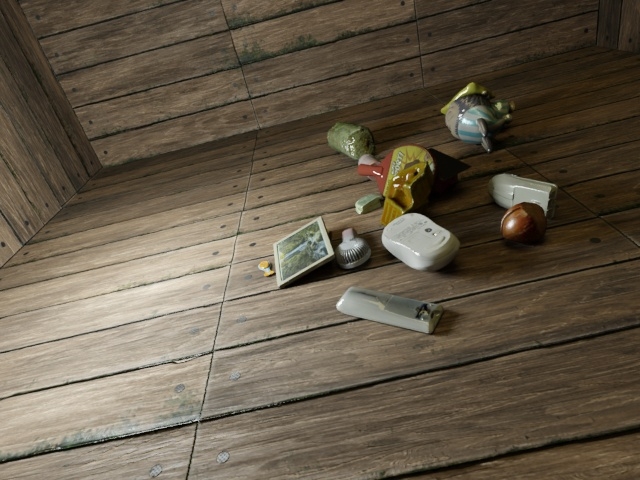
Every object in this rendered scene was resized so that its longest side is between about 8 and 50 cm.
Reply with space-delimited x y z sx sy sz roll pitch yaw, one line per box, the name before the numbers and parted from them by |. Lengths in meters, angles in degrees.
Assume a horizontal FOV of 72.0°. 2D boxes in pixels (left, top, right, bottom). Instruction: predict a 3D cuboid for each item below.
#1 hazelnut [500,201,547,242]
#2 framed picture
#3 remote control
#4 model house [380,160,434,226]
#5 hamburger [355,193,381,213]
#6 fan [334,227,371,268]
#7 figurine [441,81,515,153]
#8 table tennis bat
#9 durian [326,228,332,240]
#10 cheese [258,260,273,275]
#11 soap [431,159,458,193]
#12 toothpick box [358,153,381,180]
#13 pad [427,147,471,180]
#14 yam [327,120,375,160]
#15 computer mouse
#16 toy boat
hazelnut | 0.675 -0.055 1.468 0.143 0.143 0.154 8 29 34
framed picture | -0.071 0.037 1.687 0.241 0.020 0.324 -30 29 8
remote control | 0.200 0.194 1.323 0.313 0.055 0.109 8 37 34
model house | 0.327 -0.152 1.702 0.174 0.267 0.239 16 39 11
hamburger | 0.201 -0.163 1.936 0.121 0.054 0.084 -31 34 -12
fan | 0.116 0.022 1.647 0.130 0.074 0.244 -22 23 11
figurine | 0.832 -0.570 2.256 0.362 0.266 0.377 6 61 -13
table tennis bat | 0.328 -0.292 1.923 0.051 0.268 0.415 9 6 -44
durian | -0.007 -0.004 1.740 0.130 0.066 0.052 -24 -21 36
cheese | -0.210 0.107 1.698 0.047 0.017 0.111 -25 31 -11
soap | 0.446 -0.311 2.003 0.220 0.127 0.325 -27 31 -24
toothpick box | 0.257 -0.369 2.210 0.099 0.098 0.149 -18 29 -5
pad | 0.497 -0.328 1.875 0.164 0.004 0.243 -26 42 -22
yam | 0.177 -0.571 2.505 0.195 0.195 0.300 -24 30 -15
computer mouse | 0.344 0.013 1.496 0.184 0.121 0.297 -37 31 -13
toy boat | 0.751 -0.175 1.626 0.141 0.140 0.269 -22 28 -13
